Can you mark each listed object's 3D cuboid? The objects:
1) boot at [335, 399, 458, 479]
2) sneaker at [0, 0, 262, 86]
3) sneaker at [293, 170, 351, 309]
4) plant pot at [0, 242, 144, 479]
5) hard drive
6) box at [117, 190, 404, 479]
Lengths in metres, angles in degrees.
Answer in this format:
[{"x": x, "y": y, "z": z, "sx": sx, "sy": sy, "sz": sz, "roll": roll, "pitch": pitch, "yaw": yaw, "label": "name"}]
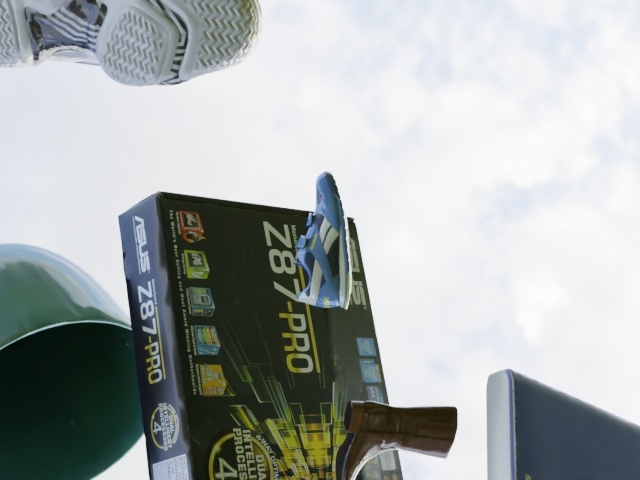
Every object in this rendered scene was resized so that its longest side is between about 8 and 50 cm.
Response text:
[{"x": 0.076, "y": 0.203, "z": 1.160, "sx": 0.114, "sy": 0.106, "sz": 0.037, "roll": 6, "pitch": -159, "yaw": -13, "label": "boot"}, {"x": -0.187, "y": -0.238, "z": 1.232, "sx": 0.210, "sy": 0.366, "sz": 0.137, "roll": -24, "pitch": -63, "yaw": -58, "label": "sneaker"}, {"x": 0.000, "y": 0.000, "z": 1.243, "sx": 0.059, "sy": 0.053, "sz": 0.144, "roll": -4, "pitch": -97, "yaw": 5, "label": "sneaker"}, {"x": -0.372, "y": 0.141, "z": 1.506, "sx": 0.293, "sy": 0.293, "sz": 0.235, "roll": -4, "pitch": -142, "yaw": -34, "label": "plant pot"}, {"x": 0.308, "y": 0.289, "z": 1.361, "sx": 0.319, "sy": 0.040, "sz": 0.210, "roll": 25, "pitch": -125, "yaw": -34, "label": "hard drive"}, {"x": -0.066, "y": 0.153, "z": 1.428, "sx": 0.318, "sy": 0.097, "sz": 0.394, "roll": 8, "pitch": -114, "yaw": -43, "label": "box"}]
